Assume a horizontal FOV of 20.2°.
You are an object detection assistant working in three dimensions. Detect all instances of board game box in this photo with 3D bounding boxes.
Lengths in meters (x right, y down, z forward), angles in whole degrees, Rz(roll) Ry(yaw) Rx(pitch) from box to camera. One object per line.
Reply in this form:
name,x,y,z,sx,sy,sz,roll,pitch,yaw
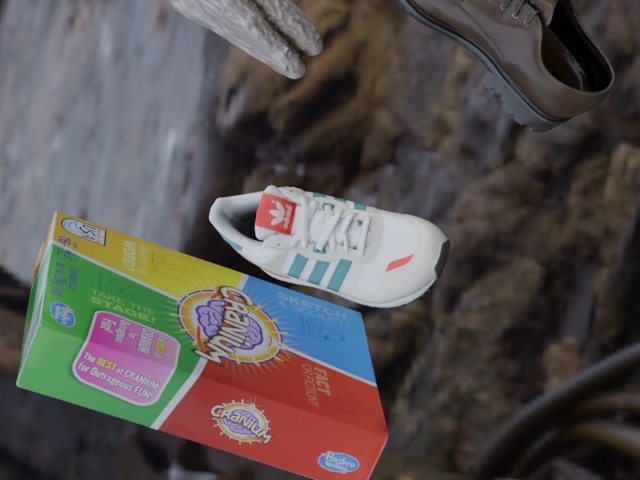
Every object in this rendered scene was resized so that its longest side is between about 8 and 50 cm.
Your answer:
board game box,-0.106,0.096,1.623,0.242,0.316,0.064,-102,33,-65

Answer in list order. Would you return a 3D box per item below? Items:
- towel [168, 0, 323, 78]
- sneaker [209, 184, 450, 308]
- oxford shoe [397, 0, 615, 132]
towel,-0.119,-0.237,1.326,0.049,0.282,0.187,-50,43,-6
sneaker,0.000,0.000,1.094,0.161,0.075,0.057,9,77,42
oxford shoe,0.125,-0.177,1.271,0.096,0.227,0.083,-19,36,57
